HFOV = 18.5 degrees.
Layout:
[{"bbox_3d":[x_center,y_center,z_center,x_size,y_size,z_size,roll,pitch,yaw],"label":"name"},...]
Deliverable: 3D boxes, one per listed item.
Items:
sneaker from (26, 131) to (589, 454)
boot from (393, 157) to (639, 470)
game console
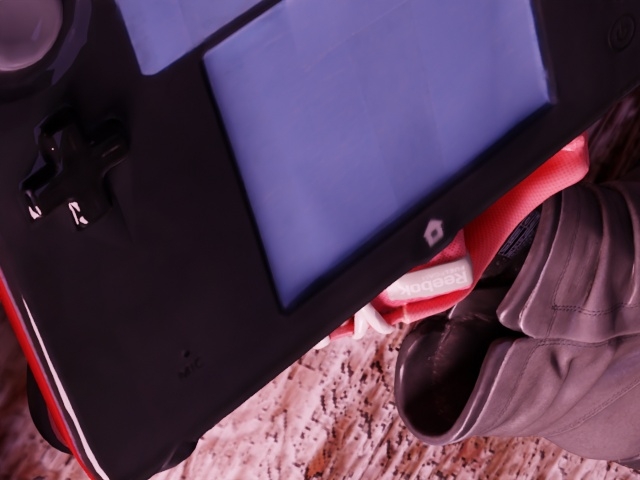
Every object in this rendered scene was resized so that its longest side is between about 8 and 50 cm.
[{"bbox_3d":[0.000,-0.001,0.932,0.314,0.136,0.116,-39,135,-22],"label":"sneaker"},{"bbox_3d":[0.189,-0.020,1.134,0.222,0.118,0.338,16,98,-43],"label":"boot"},{"bbox_3d":[0.004,-0.127,0.785,0.386,0.060,0.342,-37,126,-26],"label":"game console"}]
